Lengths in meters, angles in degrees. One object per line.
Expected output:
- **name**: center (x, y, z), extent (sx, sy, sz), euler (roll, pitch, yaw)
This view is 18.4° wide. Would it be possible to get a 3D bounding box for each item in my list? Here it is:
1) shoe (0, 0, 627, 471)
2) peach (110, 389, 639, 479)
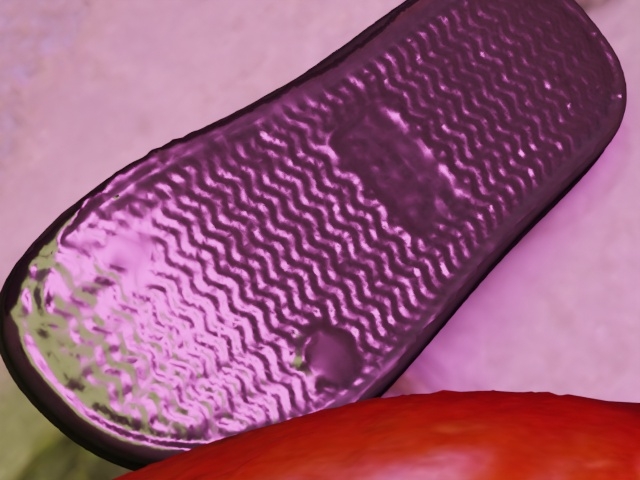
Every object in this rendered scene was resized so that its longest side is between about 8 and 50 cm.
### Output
- **shoe**: center (0.000, 0.000, 0.670), extent (0.241, 0.093, 0.108), euler (-37, 86, -26)
- **peach**: center (-0.003, 0.175, 0.505), extent (0.338, 0.281, 0.281), euler (-16, 70, -4)
